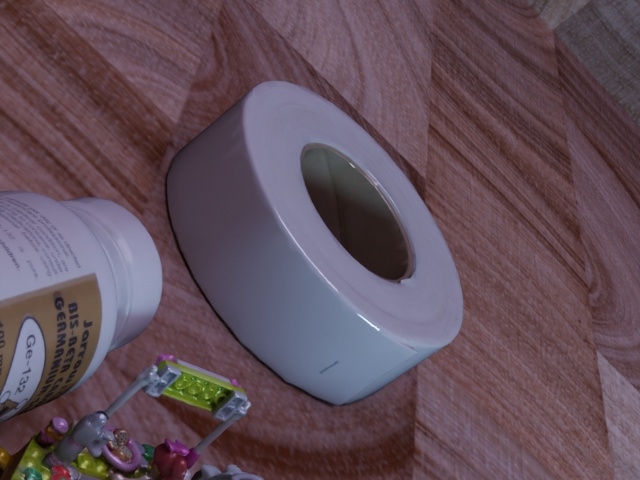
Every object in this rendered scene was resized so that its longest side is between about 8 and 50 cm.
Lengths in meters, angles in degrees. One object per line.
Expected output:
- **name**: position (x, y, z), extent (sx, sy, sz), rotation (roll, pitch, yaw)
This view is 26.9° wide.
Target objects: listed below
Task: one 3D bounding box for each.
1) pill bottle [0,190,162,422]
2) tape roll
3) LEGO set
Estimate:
- **pill bottle**: position (-0.194, 0.039, 0.776), extent (0.131, 0.131, 0.229), rotation (56, 26, 7)
- **tape roll**: position (0.000, 0.000, 1.188), extent (0.286, 0.100, 0.286), rotation (40, 28, -27)
- **LEGO set**: position (-0.117, 0.138, 0.785), extent (0.132, 0.107, 0.287), rotation (54, 21, 21)
